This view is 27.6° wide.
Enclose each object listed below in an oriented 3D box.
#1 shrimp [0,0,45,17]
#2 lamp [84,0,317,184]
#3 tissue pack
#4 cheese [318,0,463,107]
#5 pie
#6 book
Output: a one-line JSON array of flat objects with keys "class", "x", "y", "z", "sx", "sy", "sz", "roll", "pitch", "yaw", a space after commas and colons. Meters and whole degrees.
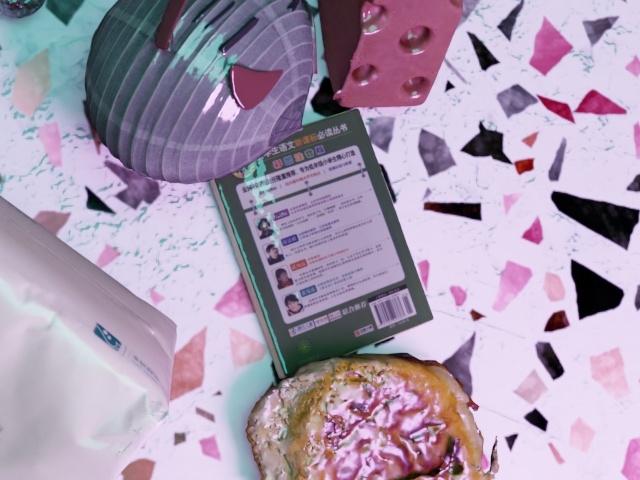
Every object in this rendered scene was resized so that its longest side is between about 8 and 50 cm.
[{"class": "shrimp", "x": -0.325, "y": -0.319, "z": 1.396, "sx": 0.065, "sy": 0.056, "sz": 0.165, "roll": -9, "pitch": 81, "yaw": -16}, {"class": "lamp", "x": -0.117, "y": -0.178, "z": 1.356, "sx": 0.233, "sy": 0.233, "sz": 0.265, "roll": 46, "pitch": 49, "yaw": -8}, {"class": "tissue pack", "x": -0.329, "y": 0.071, "z": 1.181, "sx": 0.380, "sy": 0.297, "sz": 0.207, "roll": 38, "pitch": 95, "yaw": -13}, {"class": "cheese", "x": 0.065, "y": -0.282, "z": 1.497, "sx": 0.128, "sy": 0.203, "sz": 0.177, "roll": -6, "pitch": 52, "yaw": -21}, {"class": "pie", "x": 0.068, "y": 0.262, "z": 1.428, "sx": 0.308, "sy": 0.085, "sz": 0.308, "roll": 3, "pitch": 81, "yaw": -24}, {"class": "book", "x": 0.000, "y": 0.000, "z": 1.482, "sx": 0.202, "sy": 0.027, "sz": 0.264, "roll": -20, "pitch": 89, "yaw": -22}]
